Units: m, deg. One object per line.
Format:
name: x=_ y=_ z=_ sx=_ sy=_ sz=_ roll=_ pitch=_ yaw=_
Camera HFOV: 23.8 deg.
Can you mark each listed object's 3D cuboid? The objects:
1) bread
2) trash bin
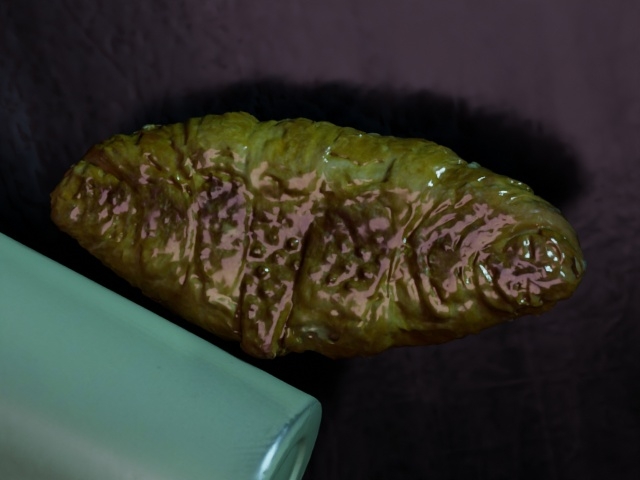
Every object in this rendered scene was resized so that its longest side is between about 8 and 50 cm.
bread: x=0.000 y=0.000 z=0.657 sx=0.233 sy=0.076 sz=0.105 roll=8 pitch=96 yaw=16
trash bin: x=-0.148 y=0.116 z=0.683 sx=0.247 sy=0.121 sz=0.243 roll=24 pitch=111 yaw=12
